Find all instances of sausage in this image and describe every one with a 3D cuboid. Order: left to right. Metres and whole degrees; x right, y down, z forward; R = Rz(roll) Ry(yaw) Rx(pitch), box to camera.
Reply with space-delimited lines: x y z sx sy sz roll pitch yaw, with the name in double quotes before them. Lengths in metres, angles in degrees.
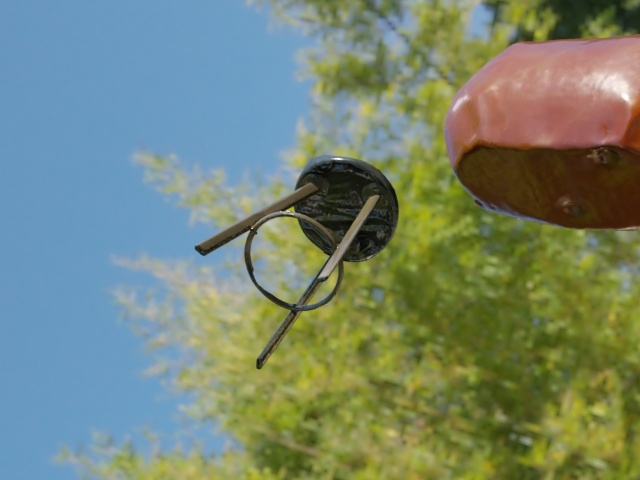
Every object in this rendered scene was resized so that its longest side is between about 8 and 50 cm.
"sausage" 0.218 -0.086 1.328 0.141 0.268 0.153 -53 -50 -31

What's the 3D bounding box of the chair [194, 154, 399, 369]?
"chair" -0.001 0.000 1.266 0.104 0.095 0.221 66 -155 -14
